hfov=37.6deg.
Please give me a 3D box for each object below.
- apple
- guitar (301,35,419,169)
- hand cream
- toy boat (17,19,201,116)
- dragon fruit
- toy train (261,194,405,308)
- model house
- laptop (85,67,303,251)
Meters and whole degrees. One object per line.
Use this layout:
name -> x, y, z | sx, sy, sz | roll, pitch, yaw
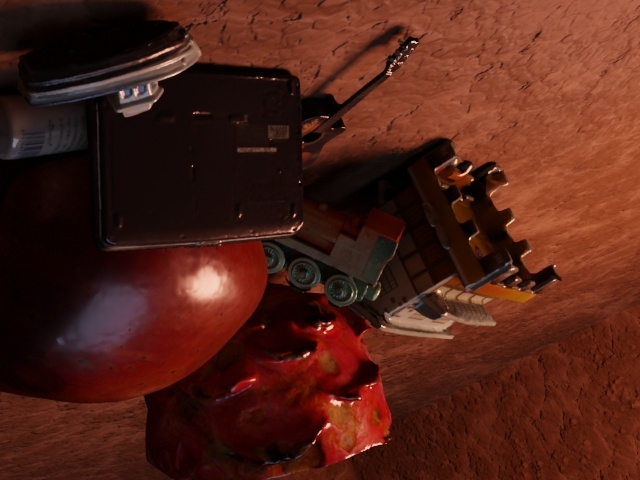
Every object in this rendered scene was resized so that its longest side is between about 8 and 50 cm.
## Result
apple -> -0.227, 0.030, 0.966 | 0.365, 0.329, 0.295 | 14, 98, -64
guitar -> 0.011, -0.130, 0.926 | 0.088, 0.025, 0.233 | 1, 151, -46
hand cream -> -0.183, -0.099, 0.795 | 0.234, 0.050, 0.080 | -9, 158, -41
toy boat -> -0.155, -0.124, 0.709 | 0.140, 0.059, 0.066 | -21, 137, -19
dragon fruit -> -0.078, 0.184, 1.338 | 0.371, 0.249, 0.386 | -1, -169, 42
toy train -> 0.000, 0.000, 1.090 | 0.118, 0.176, 0.074 | -66, 174, 25
model house -> 0.150, 0.018, 1.202 | 0.215, 0.198, 0.224 | -35, 157, 23
laptop -> -0.099, -0.070, 0.807 | 0.207, 0.154, 0.026 | -4, -176, -39
